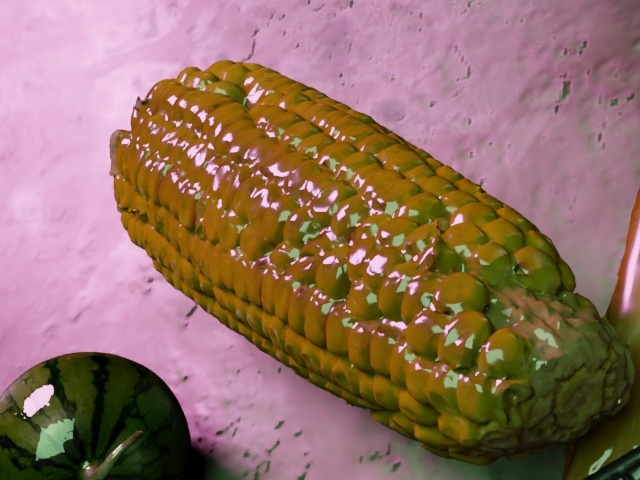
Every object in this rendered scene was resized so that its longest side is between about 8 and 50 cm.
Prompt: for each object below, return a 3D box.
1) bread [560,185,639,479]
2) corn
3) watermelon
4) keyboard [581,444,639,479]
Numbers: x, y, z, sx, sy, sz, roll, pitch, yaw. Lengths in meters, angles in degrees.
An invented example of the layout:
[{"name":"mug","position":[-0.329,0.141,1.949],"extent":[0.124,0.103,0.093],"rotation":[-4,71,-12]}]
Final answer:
[{"name":"bread","position":[0.153,0.079,0.460],"extent":[0.139,0.077,0.271],"rotation":[10,71,31]},{"name":"corn","position":[0.000,0.000,0.528],"extent":[0.119,0.119,0.322],"rotation":[-50,39,-2]},{"name":"watermelon","position":[-0.110,0.102,0.567],"extent":[0.109,0.109,0.109],"rotation":[-11,62,22]},{"name":"keyboard","position":[0.160,0.071,0.404],"extent":[0.198,0.010,0.064],"rotation":[-34,54,10]}]
